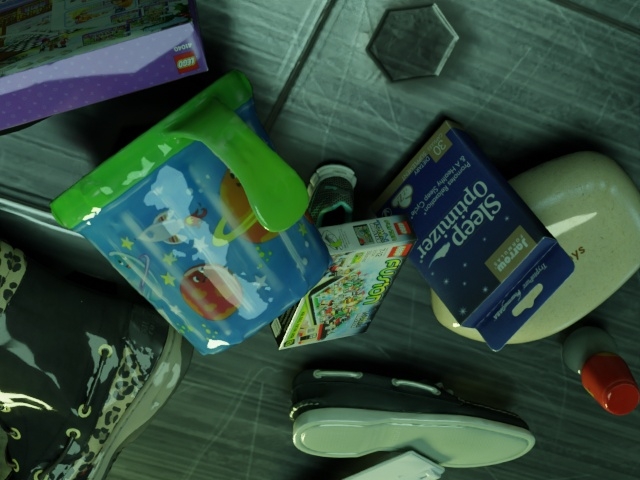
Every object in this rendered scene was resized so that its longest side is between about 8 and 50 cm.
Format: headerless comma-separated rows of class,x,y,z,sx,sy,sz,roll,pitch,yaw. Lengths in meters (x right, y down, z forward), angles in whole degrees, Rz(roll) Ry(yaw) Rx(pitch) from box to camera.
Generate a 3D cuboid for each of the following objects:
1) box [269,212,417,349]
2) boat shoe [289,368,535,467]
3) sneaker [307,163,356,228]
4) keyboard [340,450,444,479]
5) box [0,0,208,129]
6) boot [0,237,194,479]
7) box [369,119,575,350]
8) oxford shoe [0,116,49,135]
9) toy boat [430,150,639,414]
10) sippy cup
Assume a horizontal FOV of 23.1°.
box,0.022,0.047,1.733,0.114,0.036,0.207,-10,151,-22
boat shoe,0.112,0.206,1.885,0.302,0.091,0.114,10,140,-18
sneaker,0.000,0.000,1.740,0.065,0.076,0.166,6,121,-13
keyboard,0.031,0.317,1.941,0.256,0.014,0.072,-28,133,28
box,-0.260,-0.187,1.500,0.293,0.201,0.057,-16,123,1
boot,-0.354,0.179,1.758,0.284,0.138,0.377,33,108,-28
box,0.161,-0.006,1.684,0.136,0.225,0.036,-49,148,20
oxford shoe,-0.343,-0.140,1.599,0.212,0.076,0.076,-19,86,-9
toy boat,0.270,0.058,1.801,0.267,0.148,0.318,-30,115,4
sippy cup,-0.114,-0.016,1.576,0.240,0.305,0.224,-35,97,8
